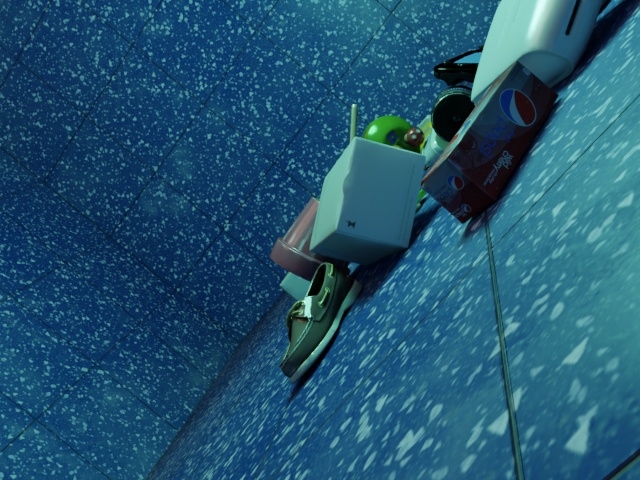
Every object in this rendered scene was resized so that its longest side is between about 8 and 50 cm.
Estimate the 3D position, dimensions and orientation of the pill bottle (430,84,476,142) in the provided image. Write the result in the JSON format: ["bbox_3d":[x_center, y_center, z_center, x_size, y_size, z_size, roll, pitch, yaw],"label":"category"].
[{"bbox_3d":[0.336,-0.314,1.769,0.123,0.122,0.219,-50,3,21],"label":"pill bottle"}]

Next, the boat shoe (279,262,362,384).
[{"bbox_3d":[-0.015,0.152,1.414,0.116,0.096,0.324,-49,3,36],"label":"boat shoe"}]

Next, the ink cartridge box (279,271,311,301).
[{"bbox_3d":[-0.011,0.080,2.319,0.197,0.114,0.273,-49,2,13],"label":"ink cartridge box"}]

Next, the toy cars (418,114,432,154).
[{"bbox_3d":[0.307,-0.290,2.405,0.394,0.087,0.176,-50,2,7],"label":"toy cars"}]

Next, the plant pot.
[{"bbox_3d":[0.000,0.000,1.792,0.201,0.201,0.180,-72,6,-84],"label":"plant pot"}]

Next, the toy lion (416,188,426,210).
[{"bbox_3d":[0.225,-0.097,1.661,0.100,0.034,0.096,-50,-5,0],"label":"toy lion"}]

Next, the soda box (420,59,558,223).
[{"bbox_3d":[0.254,-0.150,1.077,0.263,0.092,0.083,-51,3,-33],"label":"soda box"}]

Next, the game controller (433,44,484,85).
[{"bbox_3d":[0.411,-0.450,1.832,0.166,0.067,0.319,-1,21,33],"label":"game controller"}]

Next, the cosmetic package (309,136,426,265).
[{"bbox_3d":[0.086,-0.069,1.539,0.365,0.155,0.197,149,135,-79],"label":"cosmetic package"}]

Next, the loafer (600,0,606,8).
[{"bbox_3d":[0.492,-0.458,1.499,0.096,0.084,0.267,-51,2,-9],"label":"loafer"}]

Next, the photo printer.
[{"bbox_3d":[0.388,-0.379,1.282,0.307,0.107,0.256,142,148,-78],"label":"photo printer"}]

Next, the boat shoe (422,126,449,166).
[{"bbox_3d":[0.312,-0.263,1.960,0.081,0.079,0.227,-44,8,30],"label":"boat shoe"}]

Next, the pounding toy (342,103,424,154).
[{"bbox_3d":[0.188,-0.255,1.927,0.110,0.236,0.183,2,79,64],"label":"pounding toy"}]

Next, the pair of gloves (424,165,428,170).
[{"bbox_3d":[0.329,-0.238,2.112,0.083,0.010,0.074,-53,3,13],"label":"pair of gloves"}]
